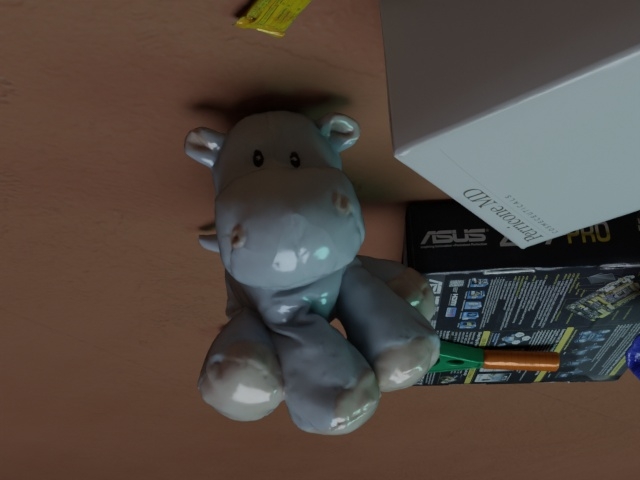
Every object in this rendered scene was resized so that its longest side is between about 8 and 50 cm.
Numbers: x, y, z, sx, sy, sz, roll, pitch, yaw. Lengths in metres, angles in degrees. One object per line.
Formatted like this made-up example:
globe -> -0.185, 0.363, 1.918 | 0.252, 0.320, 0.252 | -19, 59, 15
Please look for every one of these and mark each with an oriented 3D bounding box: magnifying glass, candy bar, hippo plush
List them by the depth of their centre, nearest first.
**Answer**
candy bar -> -0.007, -0.187, 0.574 | 0.040, 0.018, 0.161 | 11, 150, -30
hippo plush -> 0.000, 0.000, 0.758 | 0.235, 0.294, 0.236 | -2, 130, -6
magnifying glass -> 0.174, 0.143, 1.030 | 0.231, 0.026, 0.092 | 4, 154, 2

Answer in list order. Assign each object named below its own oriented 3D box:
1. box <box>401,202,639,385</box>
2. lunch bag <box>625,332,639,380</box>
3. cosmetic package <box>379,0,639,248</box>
box -> 0.255, 0.080, 1.034 | 0.319, 0.097, 0.395 | -1, 153, 3
lunch bag -> 0.504, 0.044, 0.734 | 0.328, 0.238, 0.385 | -15, 147, -14
cosmetic package -> 0.239, -0.142, 0.531 | 0.366, 0.155, 0.197 | -23, 147, 33
